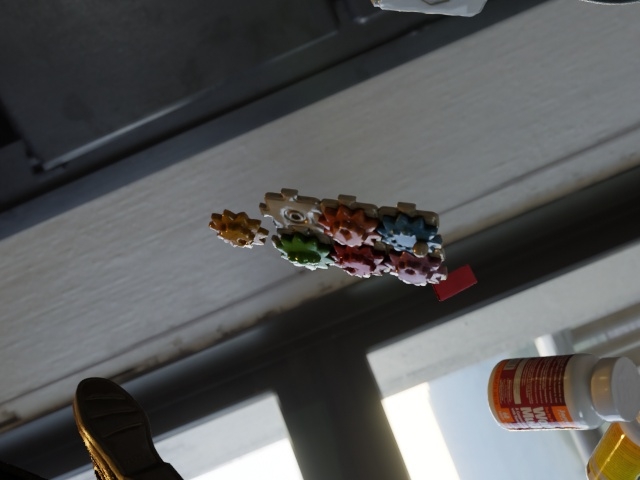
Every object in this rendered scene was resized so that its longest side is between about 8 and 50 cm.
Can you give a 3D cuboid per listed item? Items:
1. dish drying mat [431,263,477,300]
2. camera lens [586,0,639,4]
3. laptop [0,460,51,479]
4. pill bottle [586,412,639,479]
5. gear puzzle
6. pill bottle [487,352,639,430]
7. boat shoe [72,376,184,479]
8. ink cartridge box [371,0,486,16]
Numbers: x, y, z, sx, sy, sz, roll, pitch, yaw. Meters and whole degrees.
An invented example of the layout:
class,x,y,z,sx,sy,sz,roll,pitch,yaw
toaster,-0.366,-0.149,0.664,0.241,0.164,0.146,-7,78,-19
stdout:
class,x,y,z,sx,sy,sz,roll,pitch,yaw
dish drying mat,0.201,0.063,1.543,0.008,0.083,0.032,-33,82,51
camera lens,0.334,-0.413,1.113,0.274,0.219,0.219,-68,-30,-26
laptop,-0.390,0.369,1.156,0.234,0.264,0.136,24,173,-9
pill bottle,0.563,0.363,1.821,0.117,0.117,0.215,-106,25,-47
gear puzzle,0.000,0.000,1.394,0.175,0.339,0.044,72,-150,-55
pill bottle,0.388,0.242,1.641,0.121,0.221,0.121,12,-106,-45
boat shoe,-0.302,0.341,1.554,0.111,0.104,0.307,-2,-141,-39
ink cartridge box,0.087,-0.307,1.012,0.175,0.127,0.072,65,144,34
